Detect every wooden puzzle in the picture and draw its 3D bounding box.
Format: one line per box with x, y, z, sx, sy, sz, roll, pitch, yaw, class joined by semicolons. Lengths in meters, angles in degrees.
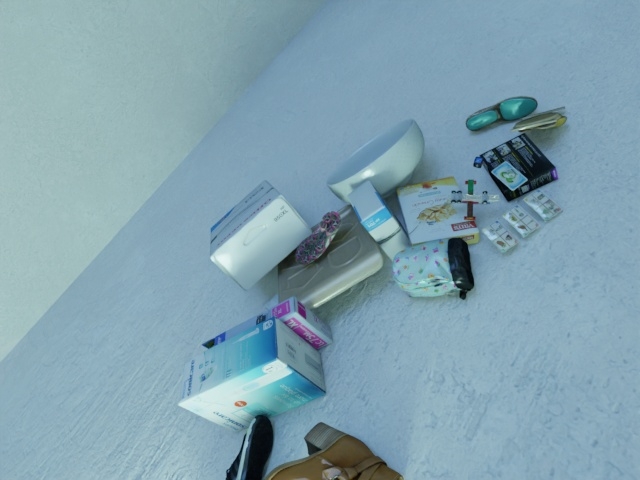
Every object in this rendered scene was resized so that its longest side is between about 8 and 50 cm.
0.018;0.065;1.249;0.322;0.081;0.348;-33;29;9;wooden puzzle

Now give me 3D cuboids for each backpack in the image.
0.272;0.069;1.029;0.181;0.115;0.152;-17;46;31;backpack

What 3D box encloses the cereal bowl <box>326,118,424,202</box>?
0.189;-0.227;1.324;0.338;0.141;0.339;-34;17;12;cereal bowl

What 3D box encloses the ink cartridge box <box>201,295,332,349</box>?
-0.145;0.277;1.122;0.311;0.186;0.065;-27;42;18;ink cartridge box

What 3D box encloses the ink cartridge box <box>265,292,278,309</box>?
-0.114;0.186;1.310;0.115;0.029;0.062;-45;37;-17;ink cartridge box

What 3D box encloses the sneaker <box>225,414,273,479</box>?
-0.189;0.535;0.994;0.097;0.084;0.235;-13;46;33;sneaker

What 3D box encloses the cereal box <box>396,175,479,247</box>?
0.314;-0.075;1.148;0.172;0.047;0.240;-11;43;6;cereal box

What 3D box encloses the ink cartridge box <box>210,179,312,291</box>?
-0.218;-0.035;1.419;0.285;0.166;0.395;-42;20;-1;ink cartridge box

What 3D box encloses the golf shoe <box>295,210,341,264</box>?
0.000;0.000;1.229;0.067;0.086;0.186;41;90;11;golf shoe

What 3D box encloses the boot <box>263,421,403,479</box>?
0.009;0.514;0.809;0.220;0.109;0.283;15;39;40;boot

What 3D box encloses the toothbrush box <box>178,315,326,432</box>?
-0.169;0.346;1.053;0.295;0.216;0.126;-27;40;16;toothbrush box

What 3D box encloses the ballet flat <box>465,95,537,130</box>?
0.551;-0.396;1.281;0.206;0.073;0.067;-10;25;29;ballet flat

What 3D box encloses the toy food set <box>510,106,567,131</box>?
0.600;-0.317;1.146;0.132;0.039;0.192;-7;20;39;toy food set

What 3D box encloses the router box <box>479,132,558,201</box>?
0.528;-0.200;1.124;0.133;0.046;0.179;-26;41;18;router box

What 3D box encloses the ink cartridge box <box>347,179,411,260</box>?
0.171;-0.054;1.169;0.082;0.191;0.140;-33;38;11;ink cartridge box

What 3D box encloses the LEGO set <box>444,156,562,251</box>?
0.443;-0.101;1.059;0.182;0.060;0.244;-36;63;-2;LEGO set
